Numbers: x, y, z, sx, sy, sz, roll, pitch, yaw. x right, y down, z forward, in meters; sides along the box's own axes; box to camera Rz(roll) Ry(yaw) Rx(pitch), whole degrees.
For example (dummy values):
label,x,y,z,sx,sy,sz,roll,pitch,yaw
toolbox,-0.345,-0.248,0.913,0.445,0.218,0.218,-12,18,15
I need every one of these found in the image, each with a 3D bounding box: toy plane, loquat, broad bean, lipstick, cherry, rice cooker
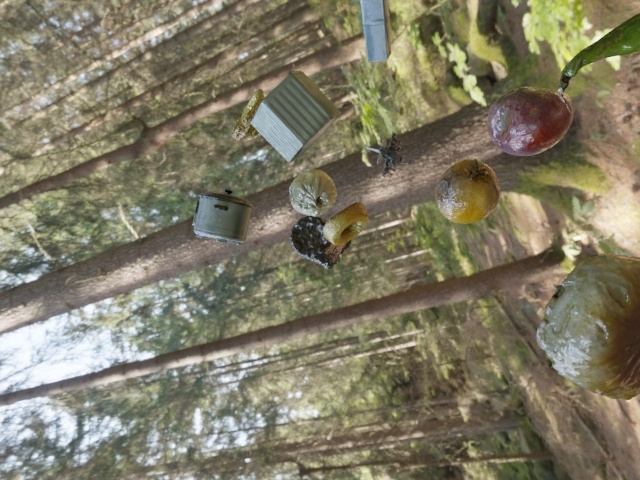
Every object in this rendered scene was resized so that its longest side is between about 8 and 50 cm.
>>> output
label,x,y,z,sx,sy,sz,roll,pitch,yaw
toy plane,0.259,-0.289,1.554,0.234,0.082,0.160,12,-88,-44
loquat,0.520,-0.170,1.581,0.238,0.238,0.193,59,-147,-37
broad bean,0.627,-0.396,0.896,0.098,0.318,0.056,55,-158,0
lipstick,0.166,-0.696,1.345,0.290,0.077,0.076,75,-150,-44
cherry,0.649,-0.361,1.364,0.239,0.239,0.206,-41,-40,-71
rice cooker,-0.418,-0.108,1.917,0.280,0.241,0.227,169,113,-89

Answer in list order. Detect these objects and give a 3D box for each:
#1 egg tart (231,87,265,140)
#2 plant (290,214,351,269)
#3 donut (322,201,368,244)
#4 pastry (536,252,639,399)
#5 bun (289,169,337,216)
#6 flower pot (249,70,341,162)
label,x,y,z,sx,sy,sz,roll,pitch,yaw
egg tart,-0.251,-0.456,1.651,0.090,0.212,0.213,29,-140,-27
plant,0.000,0.000,1.815,0.199,0.188,0.276,-65,-25,2
donut,0.093,-0.053,1.544,0.065,0.178,0.162,54,178,23
pastry,0.374,0.103,0.556,0.192,0.182,0.093,18,-175,-27
bun,-0.027,-0.196,1.972,0.220,0.220,0.134,60,-179,-33
flower pot,-0.077,-0.390,1.407,0.189,0.239,0.209,45,-123,-4
